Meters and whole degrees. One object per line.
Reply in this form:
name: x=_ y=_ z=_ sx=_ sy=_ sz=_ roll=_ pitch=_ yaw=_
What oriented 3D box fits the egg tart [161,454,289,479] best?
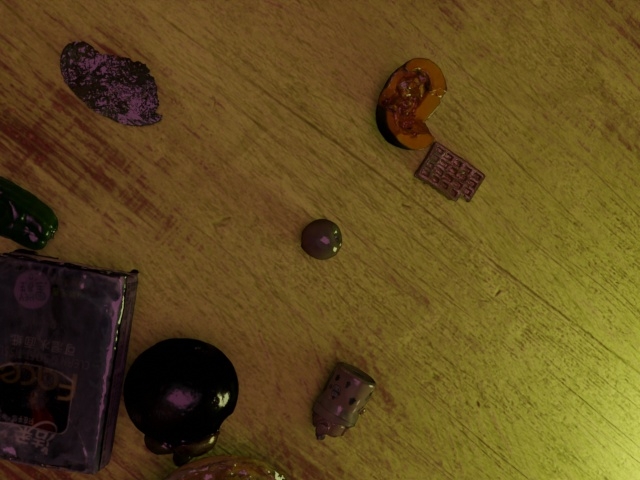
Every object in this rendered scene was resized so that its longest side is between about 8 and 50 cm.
egg tart: x=-0.184 y=0.561 z=1.492 sx=0.345 sy=0.132 sz=0.345 roll=-9 pitch=118 yaw=-17

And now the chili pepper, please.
chili pepper: x=-0.590 y=-0.068 z=1.446 sx=0.253 sy=0.083 sz=0.099 roll=25 pitch=95 yaw=-10

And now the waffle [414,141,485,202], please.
waffle: x=0.269 y=-0.135 z=1.682 sx=0.135 sy=0.021 sz=0.092 roll=33 pitch=83 yaw=-12

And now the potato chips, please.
potato chips: x=-0.384 y=-0.294 z=1.516 sx=0.142 sy=0.026 sz=0.209 roll=-39 pitch=100 yaw=-12

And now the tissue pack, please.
tissue pack: x=-0.471 y=0.210 z=1.432 sx=0.259 sy=0.122 sz=0.361 roll=11 pitch=91 yaw=8

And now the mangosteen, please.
mangosteen: x=-0.255 y=0.304 z=1.482 sx=0.211 sy=0.211 sz=0.250 roll=2 pitch=106 yaw=-14

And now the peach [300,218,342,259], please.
peach: x=0.001 y=-0.002 z=1.592 sx=0.083 sy=0.083 sz=0.083 roll=0 pitch=92 yaw=-14

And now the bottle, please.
bottle: x=0.039 y=0.326 z=1.608 sx=0.099 sy=0.099 sz=0.152 roll=27 pitch=94 yaw=-13

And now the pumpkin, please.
pumpkin: x=0.171 y=-0.263 z=1.609 sx=0.119 sy=0.107 sz=0.183 roll=23 pitch=79 yaw=-20
